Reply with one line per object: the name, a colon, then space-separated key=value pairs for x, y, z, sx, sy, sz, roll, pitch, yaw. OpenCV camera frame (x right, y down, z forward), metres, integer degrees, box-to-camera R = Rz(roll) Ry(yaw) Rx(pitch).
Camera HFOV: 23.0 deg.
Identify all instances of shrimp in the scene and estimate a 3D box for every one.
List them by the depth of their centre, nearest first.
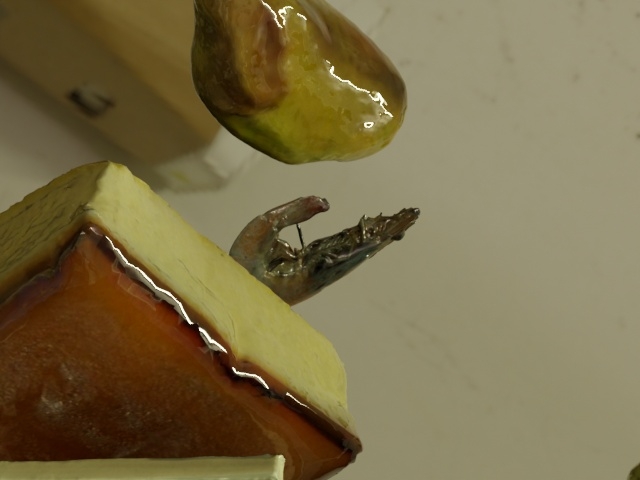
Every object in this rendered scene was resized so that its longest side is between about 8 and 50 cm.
shrimp: x=0.001 y=0.001 z=1.877 sx=0.251 sy=0.143 sz=0.052 roll=-28 pitch=-139 yaw=-10

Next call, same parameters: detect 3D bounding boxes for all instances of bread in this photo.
bread: x=-0.183 y=0.125 z=1.208 sx=0.333 sy=0.323 sz=0.143 roll=-34 pitch=-142 yaw=22

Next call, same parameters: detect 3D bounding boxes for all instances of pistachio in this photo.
pistachio: x=-0.026 y=-0.119 z=1.042 sx=0.100 sy=0.189 sz=0.110 roll=-40 pitch=-136 yaw=22

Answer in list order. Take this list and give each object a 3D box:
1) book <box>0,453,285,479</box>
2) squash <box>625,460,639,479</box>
book: x=-0.115 y=0.222 z=1.081 sx=0.289 sy=0.201 sz=0.026 roll=85 pitch=5 yaw=-55
squash: x=0.330 y=0.248 z=1.512 sx=0.094 sy=0.094 sz=0.224 roll=-61 pitch=159 yaw=-1
